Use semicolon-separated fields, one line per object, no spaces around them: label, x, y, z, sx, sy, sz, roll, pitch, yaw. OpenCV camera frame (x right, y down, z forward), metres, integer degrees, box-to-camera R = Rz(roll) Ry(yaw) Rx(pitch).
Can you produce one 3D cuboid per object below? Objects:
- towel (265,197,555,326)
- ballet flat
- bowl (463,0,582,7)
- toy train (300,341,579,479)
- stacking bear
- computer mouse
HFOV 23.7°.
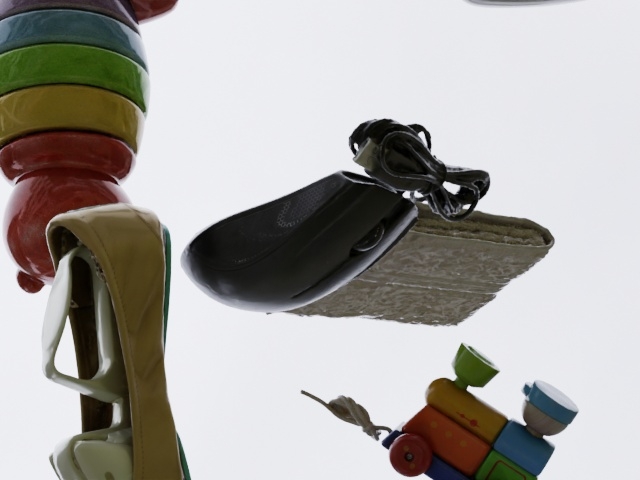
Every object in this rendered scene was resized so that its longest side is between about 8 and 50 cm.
towel;0.081;0.026;1.582;0.282;0.049;0.187;7;-33;-32
ballet flat;-0.118;0.092;0.832;0.073;0.080;0.232;6;-110;-37
bowl;0.157;-0.245;1.150;0.142;0.053;0.142;-3;-77;19
toy train;0.117;0.159;1.488;0.248;0.105;0.143;33;-82;9
stacking bear;-0.218;-0.098;1.316;0.164;0.175;0.289;27;-128;-55
computer mouse;0.000;0.000;1.290;0.272;0.072;0.188;-26;-27;26
